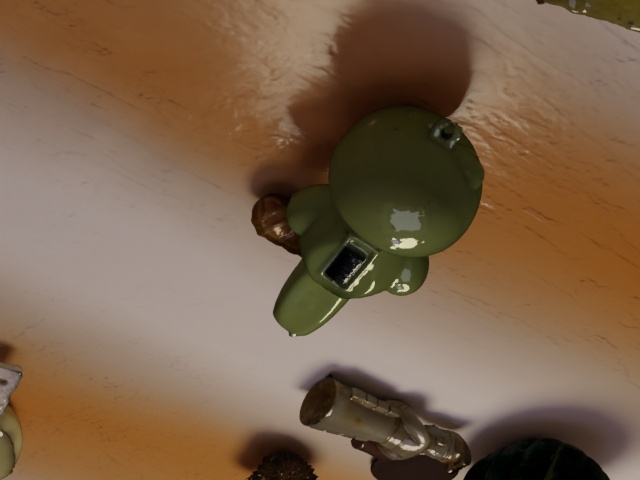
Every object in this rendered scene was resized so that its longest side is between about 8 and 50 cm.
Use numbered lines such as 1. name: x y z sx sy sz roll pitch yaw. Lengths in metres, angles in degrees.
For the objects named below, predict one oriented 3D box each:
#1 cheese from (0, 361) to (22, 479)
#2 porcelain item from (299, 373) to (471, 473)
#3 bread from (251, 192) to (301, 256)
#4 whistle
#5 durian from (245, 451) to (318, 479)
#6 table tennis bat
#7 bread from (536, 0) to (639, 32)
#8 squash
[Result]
1. cheese: -0.387 0.202 1.693 0.127 0.054 0.251 15 142 -19
2. porcelain item: 0.083 0.215 1.702 0.213 0.054 0.084 23 143 -27
3. bread: 0.000 0.000 1.394 0.157 0.044 0.052 27 162 -33
4. whistle: 0.046 -0.021 1.299 0.141 0.141 0.294 14 150 -19
5. durian: -0.048 0.293 1.802 0.110 0.071 0.140 1 159 9
6. table tennis bat: 0.100 0.314 1.790 0.107 0.119 0.170 -26 139 33
7. bread: 0.297 -0.185 0.962 0.361 0.245 0.233 -10 145 9
8. squash: 0.262 0.338 1.766 0.172 0.218 0.218 -32 159 -30
